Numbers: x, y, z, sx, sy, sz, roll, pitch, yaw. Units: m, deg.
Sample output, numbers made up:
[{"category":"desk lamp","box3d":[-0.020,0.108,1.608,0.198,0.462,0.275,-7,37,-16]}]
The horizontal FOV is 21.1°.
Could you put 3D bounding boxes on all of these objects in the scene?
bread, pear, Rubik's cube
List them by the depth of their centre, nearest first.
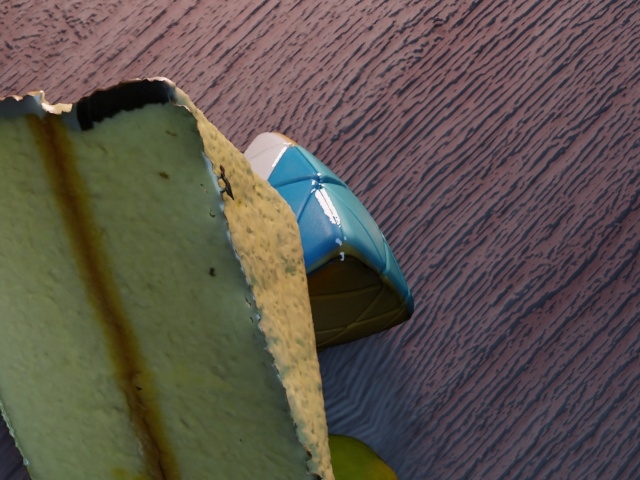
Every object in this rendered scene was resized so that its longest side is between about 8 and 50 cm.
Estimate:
[{"category":"bread","box3d":[-0.187,0.073,1.489,0.345,0.242,0.405,-15,59,25]},{"category":"pear","box3d":[-0.002,0.261,1.640,0.162,0.149,0.149,-22,85,-8]},{"category":"Rubik's cube","box3d":[0.000,0.000,1.699,0.254,0.254,0.255,3,78,-14]}]
